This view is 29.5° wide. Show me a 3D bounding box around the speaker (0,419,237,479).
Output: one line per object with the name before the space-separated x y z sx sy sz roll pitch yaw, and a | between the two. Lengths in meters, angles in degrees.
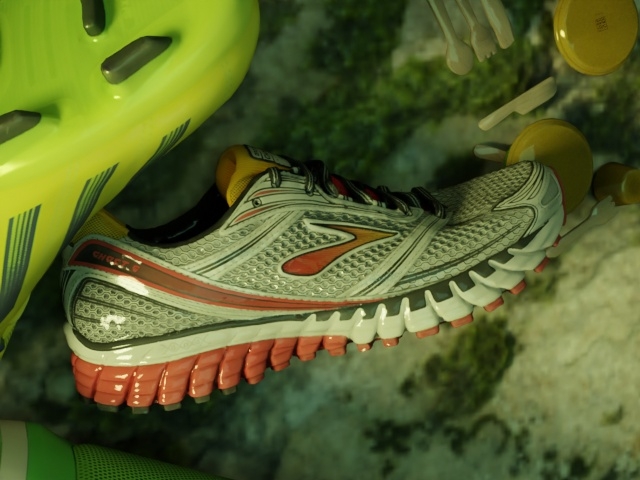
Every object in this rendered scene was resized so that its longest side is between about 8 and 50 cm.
speaker | -0.031 0.163 0.506 0.296 0.131 0.131 19 92 -21

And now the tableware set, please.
tableware set | 0.111 -0.078 0.577 0.104 0.024 0.154 -33 106 -15

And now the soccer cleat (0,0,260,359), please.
soccer cleat | -0.133 -0.001 0.430 0.289 0.093 0.121 -34 142 13

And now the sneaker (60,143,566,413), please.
sneaker | 0.000 0.000 0.511 0.225 0.088 0.093 -15 100 -14
